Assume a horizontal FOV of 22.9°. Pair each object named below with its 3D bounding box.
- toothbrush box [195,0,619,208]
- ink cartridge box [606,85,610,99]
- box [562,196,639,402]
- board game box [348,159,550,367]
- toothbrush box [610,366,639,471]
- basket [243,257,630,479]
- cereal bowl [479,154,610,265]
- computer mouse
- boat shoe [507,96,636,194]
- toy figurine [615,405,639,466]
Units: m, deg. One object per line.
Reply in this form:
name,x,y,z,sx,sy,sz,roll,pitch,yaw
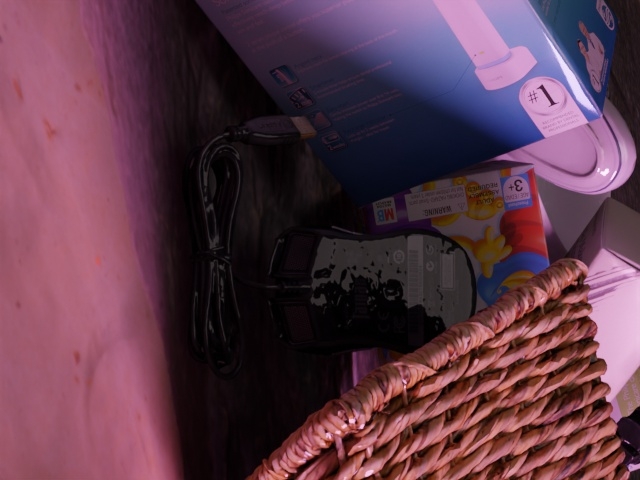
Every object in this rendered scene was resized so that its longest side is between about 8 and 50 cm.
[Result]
toothbrush box,0.045,-0.193,1.129,0.295,0.216,0.126,49,37,-28
ink cartridge box,0.247,-0.163,1.514,0.115,0.029,0.063,-10,92,-66
box,0.225,0.104,1.441,0.275,0.094,0.113,-59,-177,28
board game box,0.117,0.081,1.308,0.144,0.142,0.275,-130,-150,-85
toothbrush box,0.403,0.113,1.754,0.122,0.283,0.206,50,23,-51
basket,0.051,0.154,1.085,0.299,0.213,0.223,-28,108,-45
cereal bowl,0.172,-0.131,1.545,0.339,0.141,0.339,-7,90,-66
computer mouse,0.000,0.000,1.161,0.262,0.060,0.184,-4,88,-37
boat shoe,0.143,-0.121,1.318,0.084,0.258,0.095,-22,144,-54
toy figurine,0.275,0.123,1.606,0.148,0.213,0.209,-13,94,-52
